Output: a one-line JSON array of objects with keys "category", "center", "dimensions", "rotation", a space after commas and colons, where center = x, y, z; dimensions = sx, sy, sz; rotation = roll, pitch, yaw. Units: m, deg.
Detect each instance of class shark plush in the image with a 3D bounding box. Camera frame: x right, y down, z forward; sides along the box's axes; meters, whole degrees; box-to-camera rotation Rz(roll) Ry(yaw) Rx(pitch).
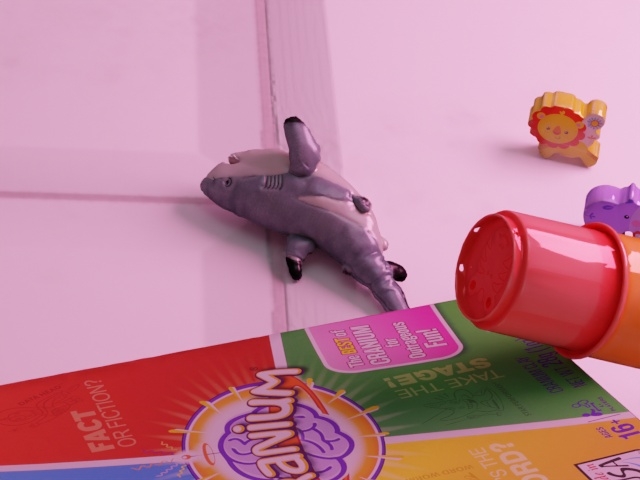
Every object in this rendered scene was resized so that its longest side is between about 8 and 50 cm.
[{"category": "shark plush", "center": [0.000, 0.000, 1.189], "dimensions": [0.067, 0.073, 0.161], "rotation": [-39, 80, -16]}]

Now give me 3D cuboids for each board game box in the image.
[{"category": "board game box", "center": [-0.003, 0.125, 0.966], "dimensions": [0.317, 0.064, 0.242], "rotation": [-10, 24, -19]}]

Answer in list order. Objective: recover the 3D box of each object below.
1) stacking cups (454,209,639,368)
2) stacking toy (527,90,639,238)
[{"category": "stacking cups", "center": [0.224, 0.039, 1.045], "dimensions": [0.316, 0.096, 0.096], "rotation": [16, 39, -27]}, {"category": "stacking toy", "center": [0.234, -0.011, 1.213], "dimensions": [0.221, 0.052, 0.167], "rotation": [12, 44, 3]}]
